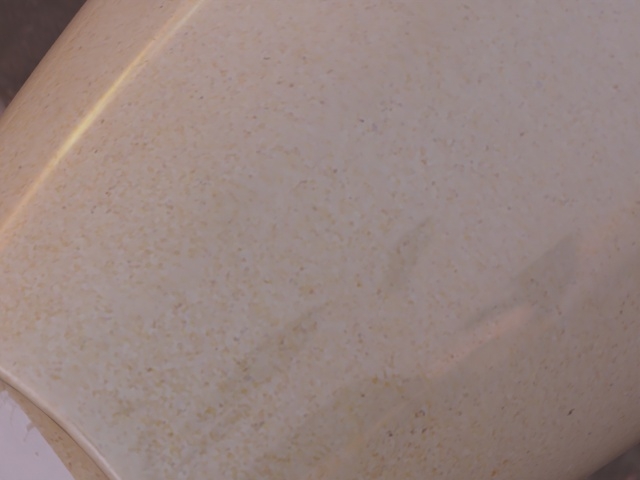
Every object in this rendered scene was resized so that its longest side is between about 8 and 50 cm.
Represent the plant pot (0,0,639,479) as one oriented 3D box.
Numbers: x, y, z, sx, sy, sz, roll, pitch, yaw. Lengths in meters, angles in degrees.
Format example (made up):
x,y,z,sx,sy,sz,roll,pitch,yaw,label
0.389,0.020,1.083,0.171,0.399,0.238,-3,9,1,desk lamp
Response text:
x,y,z,sx,sy,sz,roll,pitch,yaw,label
0.000,0.000,0.570,0.256,0.256,0.274,40,53,12,plant pot
